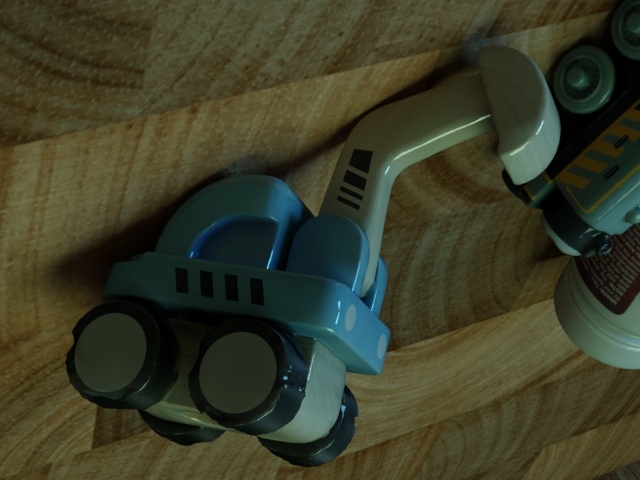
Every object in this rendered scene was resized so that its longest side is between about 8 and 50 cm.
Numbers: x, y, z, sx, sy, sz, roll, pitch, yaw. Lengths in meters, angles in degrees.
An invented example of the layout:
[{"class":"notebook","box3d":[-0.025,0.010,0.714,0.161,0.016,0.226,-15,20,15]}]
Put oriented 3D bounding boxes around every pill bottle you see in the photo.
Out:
[{"class":"pill bottle","box3d":[0.465,-0.010,1.789,0.224,0.224,0.392,-14,149,-26]}]

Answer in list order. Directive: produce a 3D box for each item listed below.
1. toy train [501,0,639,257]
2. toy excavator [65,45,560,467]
[{"class":"toy train","box3d":[0.348,-0.131,1.514,0.142,0.190,0.334,9,134,-49]},{"class":"toy excavator","box3d":[0.000,0.000,1.409,0.433,0.445,0.222,7,164,23]}]
